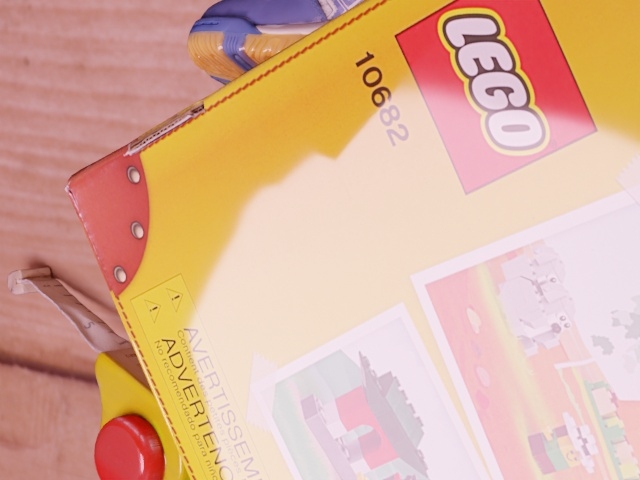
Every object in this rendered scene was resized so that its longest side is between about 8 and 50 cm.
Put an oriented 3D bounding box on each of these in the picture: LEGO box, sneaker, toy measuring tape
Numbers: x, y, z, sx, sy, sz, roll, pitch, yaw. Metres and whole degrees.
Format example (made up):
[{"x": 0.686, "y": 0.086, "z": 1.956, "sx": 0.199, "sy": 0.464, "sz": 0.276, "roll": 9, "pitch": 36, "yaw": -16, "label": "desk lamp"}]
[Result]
[{"x": 0.156, "y": 0.114, "z": 0.791, "sx": 0.372, "sy": 0.193, "sz": 0.500, "roll": -26, "pitch": 86, "yaw": 43, "label": "LEGO box"}, {"x": 0.053, "y": -0.153, "z": 1.189, "sx": 0.296, "sy": 0.112, "sz": 0.131, "roll": -1, "pitch": 71, "yaw": 32, "label": "sneaker"}, {"x": -0.166, "y": 0.143, "z": 1.594, "sx": 0.330, "sy": 0.121, "sz": 0.121, "roll": 35, "pitch": 124, "yaw": 37, "label": "toy measuring tape"}]
